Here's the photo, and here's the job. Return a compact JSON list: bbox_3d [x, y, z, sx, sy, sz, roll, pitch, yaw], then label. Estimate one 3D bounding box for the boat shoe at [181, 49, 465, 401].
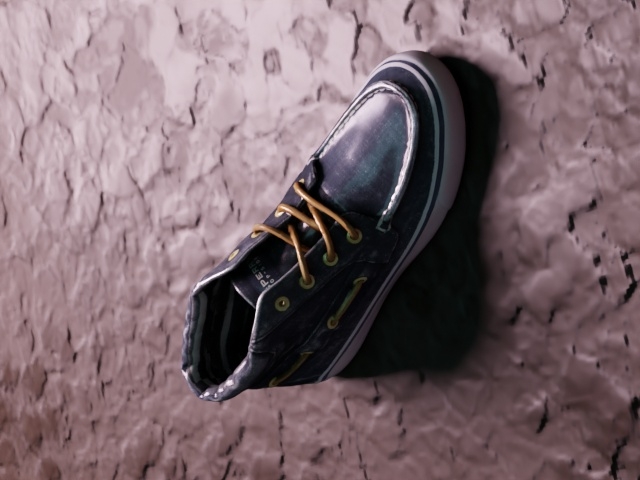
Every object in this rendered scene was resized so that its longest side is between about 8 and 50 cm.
[{"bbox_3d":[0.000,0.000,0.725,0.065,0.083,0.183,42,125,29],"label":"boat shoe"}]
